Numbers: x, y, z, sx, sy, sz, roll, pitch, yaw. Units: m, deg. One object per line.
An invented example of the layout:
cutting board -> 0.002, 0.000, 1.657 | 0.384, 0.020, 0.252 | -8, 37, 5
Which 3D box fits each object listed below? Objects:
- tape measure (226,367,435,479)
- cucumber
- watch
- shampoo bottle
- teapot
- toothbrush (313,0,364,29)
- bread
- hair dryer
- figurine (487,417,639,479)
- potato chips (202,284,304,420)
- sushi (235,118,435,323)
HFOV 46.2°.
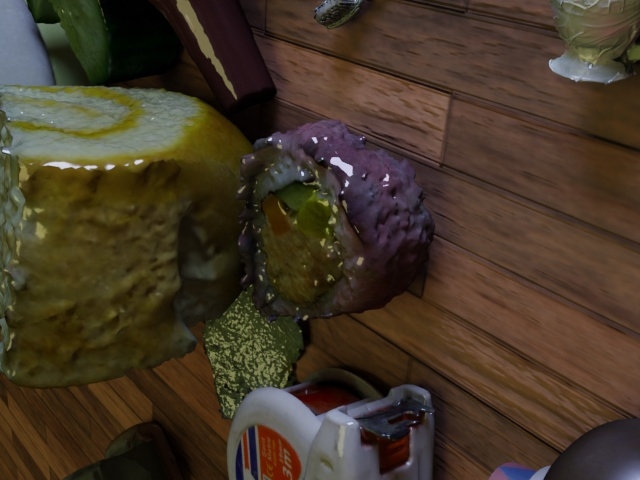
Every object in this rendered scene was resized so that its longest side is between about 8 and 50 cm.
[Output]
tape measure -> 0.012, 0.254, 0.750 | 0.265, 0.130, 0.258 | 14, 111, 54
cucumber -> -0.243, -0.286, 0.871 | 0.191, 0.130, 0.191 | 30, 132, 40
watch -> -0.344, 0.398, 1.147 | 0.162, 0.241, 0.253 | 61, 141, 13
shampoo bottle -> -0.483, -0.200, 1.034 | 0.322, 0.317, 0.323 | 19, 115, 47
teapot -> 0.180, -0.131, 0.457 | 0.083, 0.064, 0.064 | 7, 121, 17
toothbrush -> 0.085, -0.242, 0.556 | 0.294, 0.028, 0.026 | -31, 80, 46
bread -> -0.217, -0.045, 0.804 | 0.395, 0.263, 0.239 | -135, 46, -57
hair dryer -> -0.121, -0.290, 0.640 | 0.313, 0.123, 0.340 | 62, 168, 2
figurine -> 0.227, 0.202, 0.450 | 0.275, 0.161, 0.158 | 31, 162, 44
potato chips -> -0.087, 0.092, 0.861 | 0.167, 0.059, 0.228 | 29, 118, 35
sushi -> 0.014, 0.008, 0.670 | 0.161, 0.107, 0.241 | 37, 138, 31
